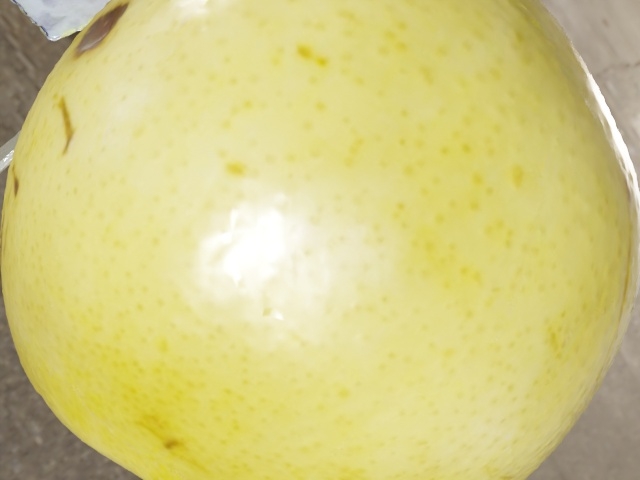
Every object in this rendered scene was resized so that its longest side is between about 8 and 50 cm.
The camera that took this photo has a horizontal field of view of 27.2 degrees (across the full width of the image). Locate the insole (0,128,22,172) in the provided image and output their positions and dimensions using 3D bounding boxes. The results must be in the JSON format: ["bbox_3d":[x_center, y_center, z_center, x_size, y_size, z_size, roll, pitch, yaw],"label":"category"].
[{"bbox_3d":[-0.256,-0.051,1.009,0.010,0.192,0.063,47,26,-19],"label":"insole"}]

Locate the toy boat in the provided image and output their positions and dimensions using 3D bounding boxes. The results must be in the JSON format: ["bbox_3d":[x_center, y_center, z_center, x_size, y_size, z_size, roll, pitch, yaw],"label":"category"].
[{"bbox_3d":[-0.159,-0.177,0.906,0.063,0.115,0.016,49,33,-45],"label":"toy boat"}]

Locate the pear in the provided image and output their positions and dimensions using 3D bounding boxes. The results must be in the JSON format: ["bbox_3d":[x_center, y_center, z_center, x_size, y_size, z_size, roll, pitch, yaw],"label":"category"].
[{"bbox_3d":[0.000,0.000,0.705,0.348,0.348,0.348,41,30,-30],"label":"pear"}]
